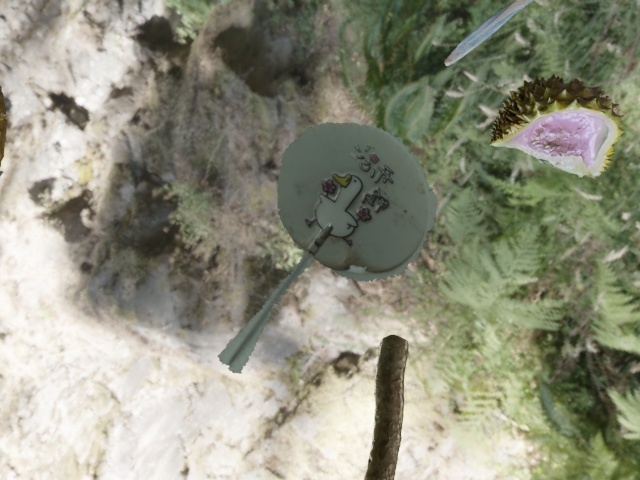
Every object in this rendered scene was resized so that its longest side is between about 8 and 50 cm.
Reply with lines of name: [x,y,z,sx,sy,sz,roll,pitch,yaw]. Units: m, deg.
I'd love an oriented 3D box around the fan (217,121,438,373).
fan: [0.000,0.000,0.873,0.233,0.414,0.012,42,153,-3]

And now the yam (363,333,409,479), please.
yam: [0.124,0.326,1.249,0.066,0.299,0.066,7,153,4]

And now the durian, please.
durian: [0.343,-0.166,0.957,0.183,0.132,0.165,21,-159,8]

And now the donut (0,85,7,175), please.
donut: [-0.468,-0.117,0.696,0.278,0.277,0.108,41,168,27]

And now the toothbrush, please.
toothbrush: [0.383,-0.453,1.259,0.028,0.375,0.037,59,-152,10]
